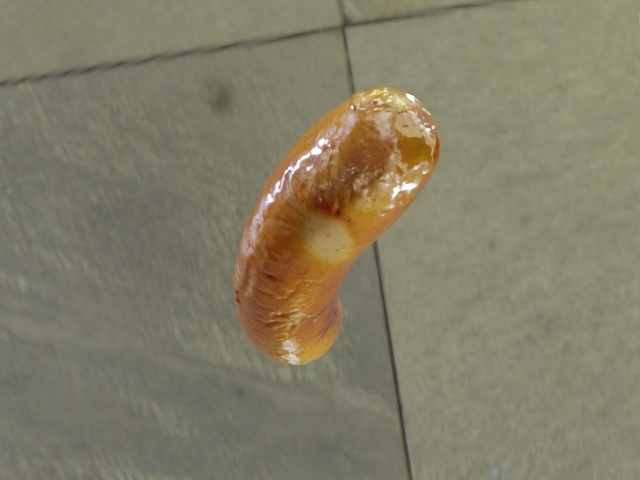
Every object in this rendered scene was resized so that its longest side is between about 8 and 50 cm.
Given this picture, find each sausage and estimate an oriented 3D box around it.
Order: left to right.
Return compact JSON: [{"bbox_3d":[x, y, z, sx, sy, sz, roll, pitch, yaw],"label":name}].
[{"bbox_3d":[-0.004,0.001,1.045,0.102,0.302,0.076,-21,69,-23],"label":"sausage"}]
